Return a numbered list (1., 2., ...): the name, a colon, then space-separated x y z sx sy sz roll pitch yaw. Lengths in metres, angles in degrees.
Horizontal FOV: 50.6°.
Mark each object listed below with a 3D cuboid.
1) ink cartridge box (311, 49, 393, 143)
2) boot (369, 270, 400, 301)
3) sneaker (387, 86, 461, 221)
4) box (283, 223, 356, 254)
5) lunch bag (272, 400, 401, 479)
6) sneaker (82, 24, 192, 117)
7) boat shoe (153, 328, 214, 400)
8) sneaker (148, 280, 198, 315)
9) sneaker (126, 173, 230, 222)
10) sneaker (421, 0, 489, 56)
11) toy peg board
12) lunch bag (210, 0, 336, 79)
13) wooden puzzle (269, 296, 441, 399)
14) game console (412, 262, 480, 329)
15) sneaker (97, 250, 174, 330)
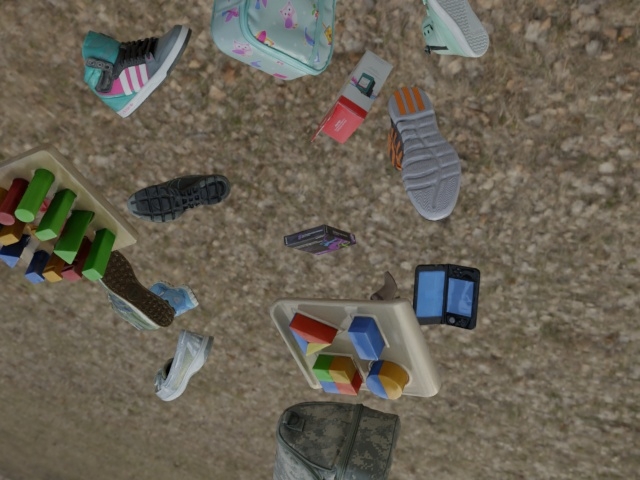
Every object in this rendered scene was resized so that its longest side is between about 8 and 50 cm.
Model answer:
1. ink cartridge box: 0.074 -0.329 1.631 0.078 0.231 0.134 32 154 -8
2. boot: 0.184 0.155 1.987 0.118 0.087 0.042 67 157 15
3. sneaker: 0.225 -0.166 1.495 0.125 0.321 0.180 -8 157 1
4. box: 0.000 0.000 1.665 0.116 0.029 0.162 -17 162 27
5. lunch bag: 0.020 0.502 1.490 0.256 0.212 0.305 15 132 11
6. sneaker: -0.435 -0.419 1.521 0.178 0.123 0.295 34 128 -30
7. boat shoe: -0.412 0.356 1.949 0.103 0.118 0.320 28 134 -15
8. sneaker: -0.318 0.124 1.362 0.162 0.073 0.063 -8 115 48
9. sneaker: -0.370 -0.113 1.761 0.106 0.267 0.101 29 128 61
10. sneaker: 0.236 -0.490 1.419 0.256 0.094 0.151 54 163 -27
11. toy peg board: -0.331 -0.008 0.788 0.161 0.079 0.161 -17 133 21
12. lunch bag: -0.064 -0.430 1.161 0.108 0.279 0.224 1 170 45
13. wooden puzzle: 0.078 0.268 1.600 0.348 0.080 0.322 -5 128 27
14. game console: 0.283 0.129 1.523 0.124 0.144 0.085 10 -168 37
15. sneaker: -0.344 0.089 1.164 0.086 0.064 0.192 -24 115 43
